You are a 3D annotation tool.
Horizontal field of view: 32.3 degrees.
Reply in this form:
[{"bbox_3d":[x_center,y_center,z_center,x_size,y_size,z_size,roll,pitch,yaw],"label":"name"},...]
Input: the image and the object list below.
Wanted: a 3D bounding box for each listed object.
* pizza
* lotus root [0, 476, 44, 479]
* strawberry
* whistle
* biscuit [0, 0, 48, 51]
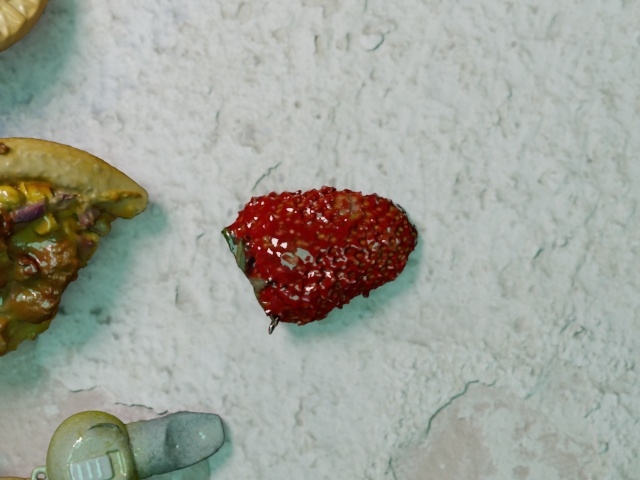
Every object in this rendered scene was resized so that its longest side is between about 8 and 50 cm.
[{"bbox_3d":[-0.384,0.017,1.199,0.409,0.114,0.278,-9,126,-27],"label":"pizza"},{"bbox_3d":[-0.359,0.309,1.294,0.152,0.063,0.072,6,119,-3],"label":"lotus root"},{"bbox_3d":[-0.002,0.001,1.248,0.208,0.087,0.167,-30,88,3],"label":"strawberry"},{"bbox_3d":[-0.222,0.244,1.275,0.223,0.123,0.123,-13,91,-17],"label":"whistle"},{"bbox_3d":[-0.398,-0.319,1.217,0.204,0.040,0.309,3,62,-23],"label":"biscuit"}]
